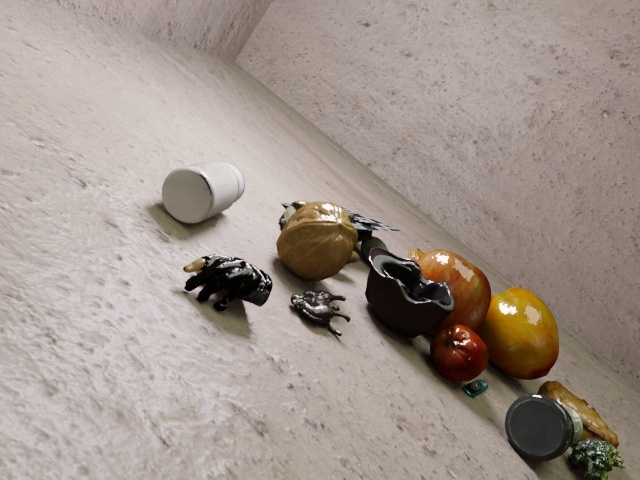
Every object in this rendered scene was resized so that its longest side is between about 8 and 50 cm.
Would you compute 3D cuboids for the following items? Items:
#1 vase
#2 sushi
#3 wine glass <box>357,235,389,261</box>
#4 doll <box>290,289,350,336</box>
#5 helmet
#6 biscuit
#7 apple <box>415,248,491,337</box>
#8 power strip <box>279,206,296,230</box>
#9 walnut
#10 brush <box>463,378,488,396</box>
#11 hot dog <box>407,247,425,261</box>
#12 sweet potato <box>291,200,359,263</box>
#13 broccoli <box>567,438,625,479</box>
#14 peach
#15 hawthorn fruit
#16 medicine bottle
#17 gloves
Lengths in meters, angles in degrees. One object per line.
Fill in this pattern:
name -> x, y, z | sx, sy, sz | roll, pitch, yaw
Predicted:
vase -> 0.663, 0.540, 1.648 | 0.321, 0.173, 0.173 | 26, 20, -52
sushi -> 0.072, -0.053, 2.053 | 0.320, 0.068, 0.339 | 24, 16, 40
wine glass -> 0.193, 0.029, 2.114 | 0.093, 0.093, 0.202 | 21, 24, -42
doll -> -0.004, 0.169, 1.446 | 0.165, 0.057, 0.139 | 26, 23, -20
helmet -> 0.240, 0.169, 1.715 | 0.305, 0.177, 0.225 | 34, 25, 18
biscuit -> 0.870, 0.609, 1.947 | 0.296, 0.102, 0.296 | 34, 14, -10
apple -> 0.411, 0.192, 1.890 | 0.302, 0.301, 0.301 | 34, 18, -12
power strip -> -0.019, -0.017, 1.859 | 0.257, 0.070, 0.105 | 27, 20, -27
walnut -> -0.006, 0.000, 1.580 | 0.228, 0.228, 0.228 | 34, 18, -12
brush -> 0.481, 0.440, 1.734 | 0.043, 0.032, 0.193 | 46, 21, 26
hot dog -> 0.435, 0.147, 2.261 | 0.259, 0.114, 0.175 | 40, 22, 14
sweet potato -> -0.004, 0.001, 1.751 | 0.310, 0.124, 0.098 | 46, -10, -24
broccoli -> 0.819, 0.667, 1.684 | 0.155, 0.167, 0.160 | -1, 60, -17
peach -> 0.697, 0.334, 2.026 | 0.308, 0.308, 0.332 | 8, 50, -58
hawthorn fruit -> 0.405, 0.335, 1.673 | 0.173, 0.173, 0.179 | 42, -8, 15
medicine bottle -> -0.296, -0.135, 1.497 | 0.143, 0.143, 0.258 | 38, 18, 3
gloves -> -0.202, 0.076, 1.208 | 0.181, 0.106, 0.129 | 28, 21, -39
